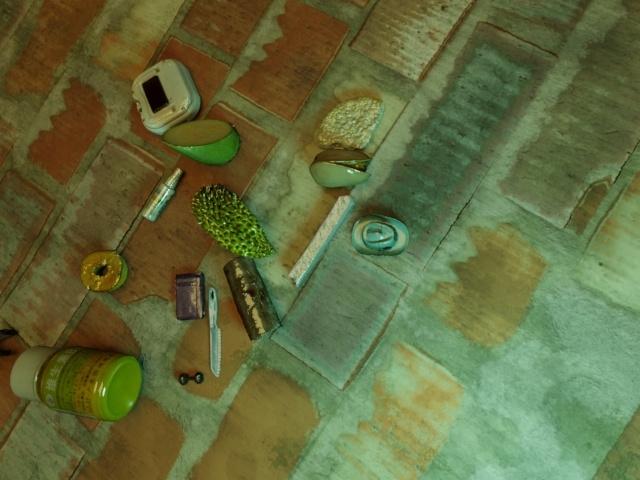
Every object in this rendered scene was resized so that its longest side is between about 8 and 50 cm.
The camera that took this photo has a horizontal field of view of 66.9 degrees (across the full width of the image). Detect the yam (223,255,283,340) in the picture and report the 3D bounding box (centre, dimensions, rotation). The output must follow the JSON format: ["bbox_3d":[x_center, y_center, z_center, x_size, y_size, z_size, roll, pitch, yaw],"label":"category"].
[{"bbox_3d":[-0.229,0.192,1.612,0.131,0.131,0.279,-28,75,9],"label":"yam"}]

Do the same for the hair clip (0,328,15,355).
[{"bbox_3d":[-1.331,0.415,1.869,0.331,0.085,0.101,-12,77,18],"label":"hair clip"}]

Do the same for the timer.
[{"bbox_3d":[-0.584,-0.540,1.818,0.237,0.087,0.262,-27,76,9],"label":"timer"}]

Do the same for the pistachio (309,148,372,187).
[{"bbox_3d":[0.067,-0.240,1.596,0.206,0.131,0.129,-2,90,9],"label":"pistachio"}]

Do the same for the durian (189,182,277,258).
[{"bbox_3d":[-0.306,-0.061,1.638,0.158,0.169,0.352,-44,77,-7],"label":"durian"}]

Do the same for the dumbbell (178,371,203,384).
[{"bbox_3d":[-0.445,0.475,1.668,0.083,0.036,0.040,-8,79,13],"label":"dumbbell"}]

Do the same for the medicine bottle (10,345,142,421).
[{"bbox_3d":[-0.838,0.479,1.668,0.384,0.224,0.224,4,83,15],"label":"medicine bottle"}]

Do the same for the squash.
[{"bbox_3d":[-0.408,-0.366,1.662,0.189,0.260,0.189,-2,82,16],"label":"squash"}]

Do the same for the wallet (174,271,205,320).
[{"bbox_3d":[-0.463,0.198,1.714,0.111,0.030,0.166,-6,81,12],"label":"wallet"}]

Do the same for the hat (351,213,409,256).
[{"bbox_3d":[0.188,-0.017,1.560,0.191,0.078,0.138,6,82,14],"label":"hat"}]

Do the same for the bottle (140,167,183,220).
[{"bbox_3d":[-0.575,-0.173,1.778,0.060,0.060,0.217,37,93,16],"label":"bottle"}]

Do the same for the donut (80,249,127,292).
[{"bbox_3d":[-0.796,0.115,1.792,0.178,0.065,0.162,7,79,16],"label":"donut"}]

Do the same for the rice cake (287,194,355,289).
[{"bbox_3d":[0.000,0.000,1.611,0.056,0.072,0.365,35,93,14],"label":"rice cake"}]

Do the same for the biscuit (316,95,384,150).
[{"bbox_3d":[0.106,-0.389,1.653,0.265,0.040,0.188,-28,76,10],"label":"biscuit"}]

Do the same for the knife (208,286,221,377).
[{"bbox_3d":[-0.367,0.316,1.684,0.044,0.019,0.313,-4,83,11],"label":"knife"}]
